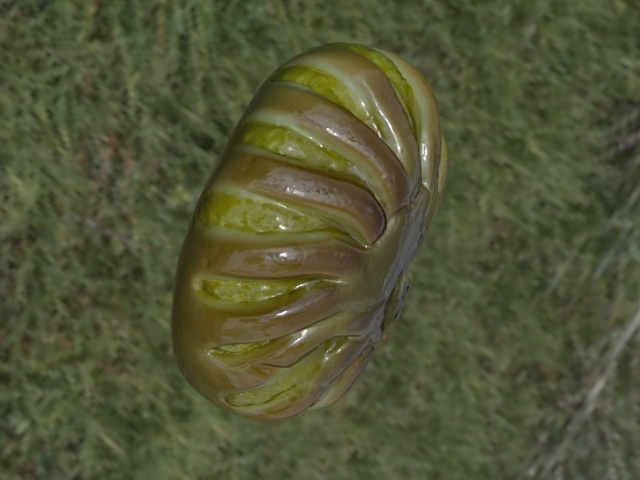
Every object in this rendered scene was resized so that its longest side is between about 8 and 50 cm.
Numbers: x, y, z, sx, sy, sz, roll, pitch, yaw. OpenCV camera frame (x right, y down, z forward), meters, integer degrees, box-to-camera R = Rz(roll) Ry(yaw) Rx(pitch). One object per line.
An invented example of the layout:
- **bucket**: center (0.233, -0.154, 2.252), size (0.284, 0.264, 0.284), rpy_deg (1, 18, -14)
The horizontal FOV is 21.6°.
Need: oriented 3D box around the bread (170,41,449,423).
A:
- **bread**: center (0.000, 0.000, 1.406), size (0.333, 0.160, 0.333), rpy_deg (-55, 158, -35)
